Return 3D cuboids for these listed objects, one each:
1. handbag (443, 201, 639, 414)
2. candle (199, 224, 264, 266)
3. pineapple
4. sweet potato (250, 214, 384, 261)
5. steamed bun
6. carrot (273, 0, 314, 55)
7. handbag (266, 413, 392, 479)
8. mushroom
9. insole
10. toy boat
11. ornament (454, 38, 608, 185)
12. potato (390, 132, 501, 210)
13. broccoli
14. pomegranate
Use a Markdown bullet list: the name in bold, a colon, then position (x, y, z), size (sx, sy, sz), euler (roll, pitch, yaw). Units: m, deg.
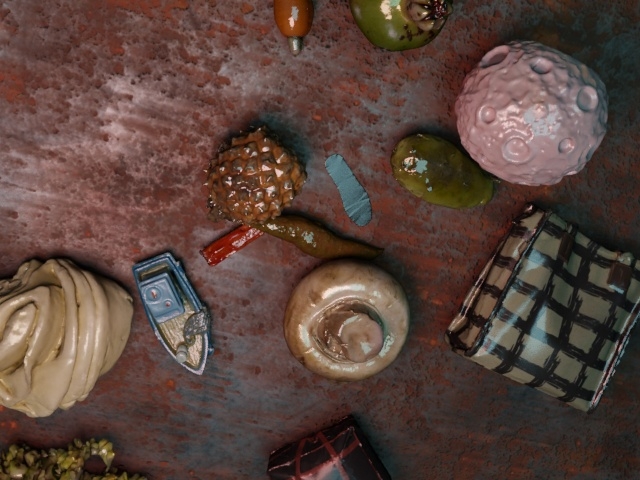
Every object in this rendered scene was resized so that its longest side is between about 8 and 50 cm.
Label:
- **handbag**: position (0.452, 0.129, 1.602), size (0.325, 0.162, 0.327), euler (26, 96, -19)
- **candle**: position (-0.142, -0.003, 1.511), size (0.162, 0.053, 0.048), euler (-31, 80, -5)
- **pineapple**: position (-0.125, -0.101, 1.430), size (0.193, 0.166, 0.166), euler (-43, 110, 5)
- **sweet potato**: position (0.000, 0.000, 1.530), size (0.274, 0.067, 0.067), euler (17, 105, -25)
- **steamed bun**: position (-0.481, 0.179, 1.432), size (0.289, 0.203, 0.276), euler (9, 106, -13)
- **carrot**: position (-0.048, -0.478, 1.373), size (0.069, 0.069, 0.336), euler (-4, 102, -9)
- **handbag**: position (0.014, 0.459, 1.636), size (0.215, 0.155, 0.169), euler (-27, 97, 1)
- **mushroom**: position (0.053, 0.155, 1.531), size (0.255, 0.184, 0.255), euler (-6, 109, -19)
- **insole**: position (0.053, -0.093, 1.541), size (0.053, 0.002, 0.153), euler (-32, 111, 2)
- **toy boat**: position (-0.263, 0.142, 1.514), size (0.109, 0.098, 0.238), euler (-21, 111, 1)
- **ornament**: position (0.358, -0.211, 1.420), size (0.259, 0.259, 0.225), euler (26, 98, -17)
- **potato**: position (0.226, -0.121, 1.516), size (0.225, 0.090, 0.117), euler (21, 97, -23)
- **broccoli**: position (-0.487, 0.530, 1.546), size (0.334, 0.272, 0.324), euler (36, 59, -12)
- **pomegranate**: position (0.143, -0.407, 1.351), size (0.179, 0.210, 0.179), euler (1, 86, -20)
